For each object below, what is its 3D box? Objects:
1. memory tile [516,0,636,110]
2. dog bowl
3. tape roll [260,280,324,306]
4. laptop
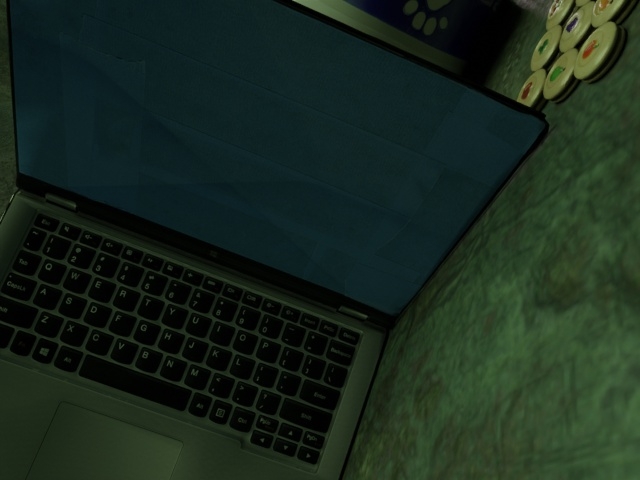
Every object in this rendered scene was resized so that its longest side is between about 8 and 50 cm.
[{"bbox_3d":[0.185,-0.165,0.376,0.113,0.012,0.147,157,134,-81],"label":"memory tile"},{"bbox_3d":[0.069,-0.289,0.616,0.104,0.265,0.264,-61,9,27],"label":"dog bowl"},{"bbox_3d":[-0.041,0.032,0.739,0.392,0.072,0.392,-46,7,7],"label":"tape roll"},{"bbox_3d":[-0.106,0.052,0.413,0.236,0.382,0.407,137,154,-76],"label":"laptop"}]
